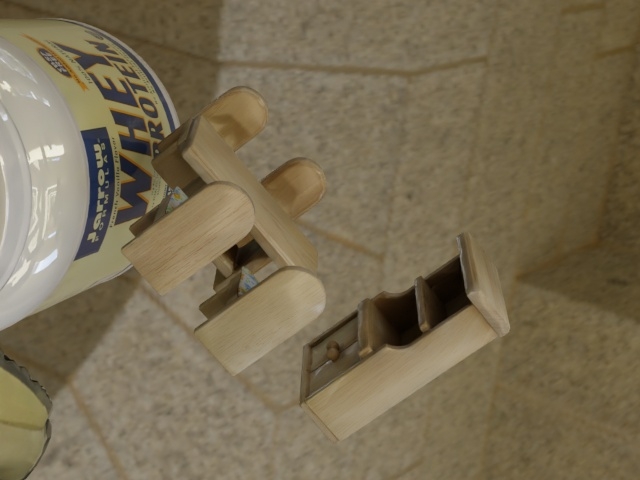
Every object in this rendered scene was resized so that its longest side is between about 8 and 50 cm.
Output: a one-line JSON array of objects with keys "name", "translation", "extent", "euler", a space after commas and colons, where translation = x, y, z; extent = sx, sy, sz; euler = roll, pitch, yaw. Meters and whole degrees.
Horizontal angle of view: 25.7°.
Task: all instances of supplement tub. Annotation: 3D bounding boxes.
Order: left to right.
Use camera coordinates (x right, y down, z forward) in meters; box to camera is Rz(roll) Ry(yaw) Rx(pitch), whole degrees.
[{"name": "supplement tub", "translation": [-0.259, -0.053, 1.074], "extent": [0.235, 0.325, 0.235], "euler": [2, -81, 13]}]

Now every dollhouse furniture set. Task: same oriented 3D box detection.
[{"name": "dollhouse furniture set", "translation": [0.000, 0.000, 1.023], "extent": [0.161, 0.212, 0.242], "euler": [-35, -72, 15]}]

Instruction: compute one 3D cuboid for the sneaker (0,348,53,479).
[{"name": "sneaker", "translation": [-0.253, 0.084, 0.288], "extent": [0.158, 0.410, 0.182], "euler": [2, -87, 54]}]
